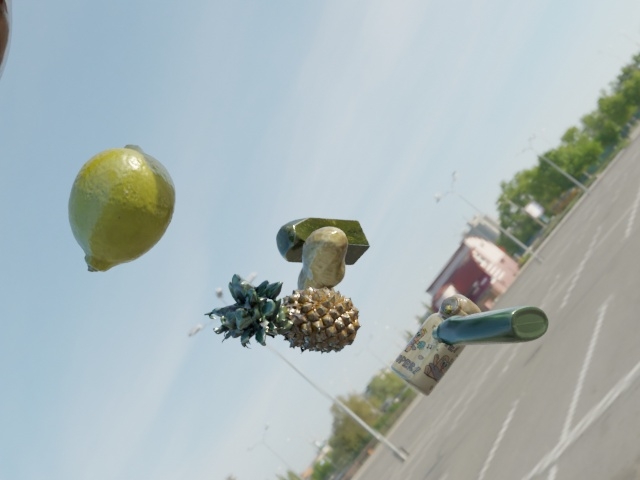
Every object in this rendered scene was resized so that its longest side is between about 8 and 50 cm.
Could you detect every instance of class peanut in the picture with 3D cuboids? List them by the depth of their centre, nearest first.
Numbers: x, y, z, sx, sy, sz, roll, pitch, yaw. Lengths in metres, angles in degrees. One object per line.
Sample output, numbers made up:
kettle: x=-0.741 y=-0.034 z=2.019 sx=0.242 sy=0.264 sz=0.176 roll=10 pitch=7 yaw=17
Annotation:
peanut: x=0.002 y=0.072 z=1.597 sx=0.085 sy=0.104 sz=0.228 roll=-36 pitch=-34 yaw=-50

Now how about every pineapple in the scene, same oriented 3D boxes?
pineapple: x=-0.026 y=0.091 z=0.880 sx=0.103 sy=0.083 sz=0.221 roll=-10 pitch=-15 yaw=41

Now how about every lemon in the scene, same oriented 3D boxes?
lemon: x=-0.358 y=-0.059 z=1.335 sx=0.184 sy=0.184 sz=0.249 roll=79 pitch=-156 yaw=-75

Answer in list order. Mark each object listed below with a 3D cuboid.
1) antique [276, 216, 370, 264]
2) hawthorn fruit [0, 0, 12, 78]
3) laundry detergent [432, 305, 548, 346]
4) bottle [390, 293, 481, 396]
antique: x=0.000 y=0.000 z=1.697 sx=0.220 sy=0.080 sz=0.081 roll=5 pitch=-41 yaw=-39
hawthorn fruit: x=-0.746 y=-0.414 z=1.431 sx=0.324 sy=0.308 sz=0.308 roll=-42 pitch=-13 yaw=-6
laundry detergent: x=0.295 y=0.160 z=1.342 sx=0.137 sy=0.063 sz=0.210 roll=-5 pitch=-8 yaw=-40
bottle: x=0.236 y=0.202 z=1.496 sx=0.209 sy=0.097 sz=0.110 roll=-52 pitch=-46 yaw=-5
